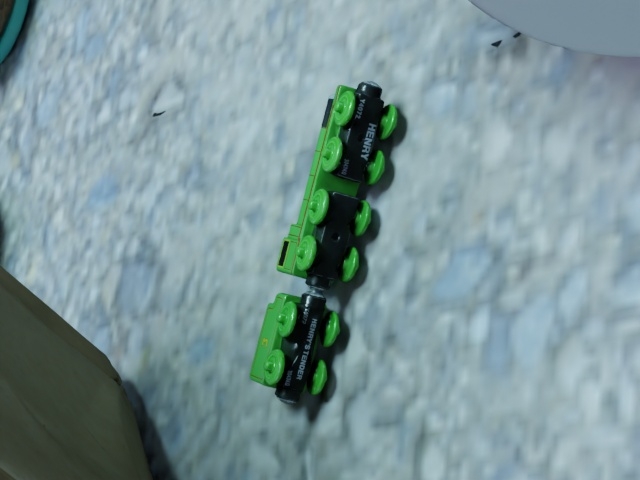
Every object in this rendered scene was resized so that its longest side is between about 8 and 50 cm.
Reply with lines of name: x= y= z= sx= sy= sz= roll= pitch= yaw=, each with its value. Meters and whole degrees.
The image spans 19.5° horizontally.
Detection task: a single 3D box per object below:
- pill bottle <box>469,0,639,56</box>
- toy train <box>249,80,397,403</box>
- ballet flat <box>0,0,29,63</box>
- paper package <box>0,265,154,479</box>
pill bottle: x=0.026 y=-0.159 z=0.376 sx=0.153 sy=0.153 sz=0.264 roll=-56 pitch=38 yaw=25
toy train: x=0.000 y=0.000 z=0.471 sx=0.024 sy=0.017 sz=0.083 roll=13 pitch=87 yaw=67
ballet flat: x=-0.244 y=-0.089 z=0.760 sx=0.342 sy=0.124 sz=0.116 roll=-6 pitch=72 yaw=54
paper package: x=-0.231 y=0.094 z=0.430 sx=0.325 sy=0.309 sz=0.168 roll=-37 pitch=38 yaw=8
